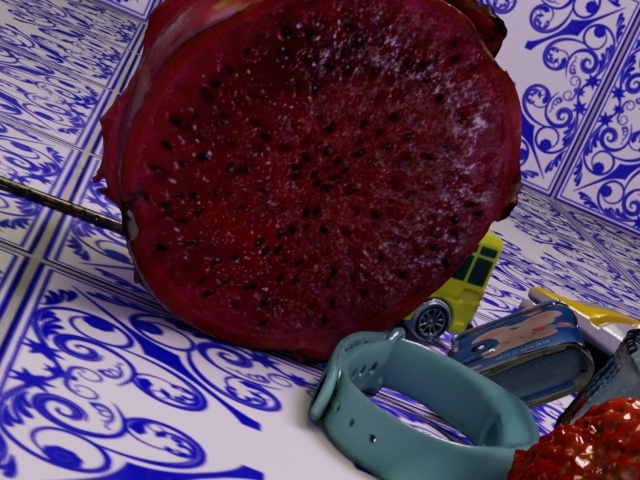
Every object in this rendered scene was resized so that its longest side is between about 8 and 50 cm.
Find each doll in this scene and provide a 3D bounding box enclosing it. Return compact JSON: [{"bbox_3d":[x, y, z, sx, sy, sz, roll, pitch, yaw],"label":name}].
[{"bbox_3d":[0.364,0.151,1.699,0.316,0.103,0.145,35,11,22],"label":"doll"}]

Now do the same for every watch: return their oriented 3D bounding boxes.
[{"bbox_3d":[0.087,0.148,1.243,0.195,0.068,0.237,21,15,-5],"label":"watch"}]

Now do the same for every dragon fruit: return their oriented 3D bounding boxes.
[{"bbox_3d":[-0.022,-0.097,1.315,0.370,0.386,0.249,-7,34,-14],"label":"dragon fruit"}]

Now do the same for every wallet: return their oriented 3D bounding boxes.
[{"bbox_3d":[0.191,0.118,1.432,0.141,0.059,0.202,-19,7,8],"label":"wallet"}]

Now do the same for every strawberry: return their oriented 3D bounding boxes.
[{"bbox_3d":[0.222,0.182,1.060,0.175,0.107,0.236,1,29,-15],"label":"strawberry"}]

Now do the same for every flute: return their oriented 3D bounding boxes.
[{"bbox_3d":[-0.266,-0.039,1.474,0.269,0.014,0.014,21,12,-15],"label":"flute"}]

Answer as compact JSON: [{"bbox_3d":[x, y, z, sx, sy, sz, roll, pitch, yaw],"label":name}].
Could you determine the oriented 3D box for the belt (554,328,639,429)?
[{"bbox_3d":[0.327,0.188,1.338,0.207,0.150,0.257,35,13,2],"label":"belt"}]

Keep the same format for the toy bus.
[{"bbox_3d":[0.053,0.005,1.586,0.262,0.150,0.128,17,12,-31],"label":"toy bus"}]
